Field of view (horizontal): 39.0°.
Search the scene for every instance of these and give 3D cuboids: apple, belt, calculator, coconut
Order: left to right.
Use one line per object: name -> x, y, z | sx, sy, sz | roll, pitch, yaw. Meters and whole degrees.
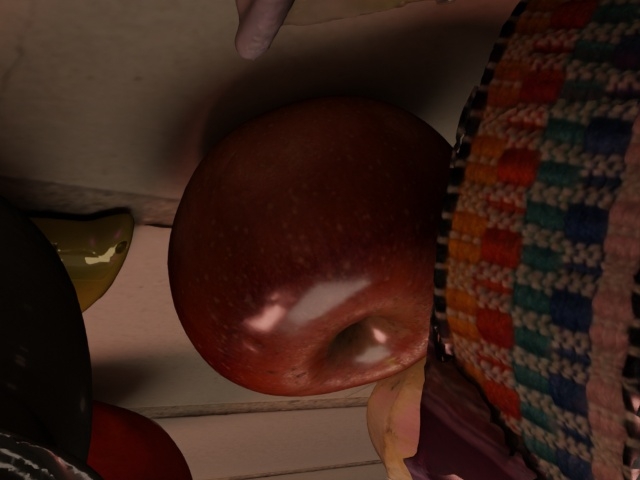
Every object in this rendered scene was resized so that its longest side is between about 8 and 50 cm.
calculator -> -0.235, 0.040, 0.652 | 0.157, 0.033, 0.236 | 2, 155, -38
apple -> 0.000, 0.000, 0.545 | 0.201, 0.162, 0.201 | -17, 149, -10
coconut -> 0.182, 0.239, 1.172 | 0.197, 0.237, 0.237 | -38, 177, -39
belt -> 0.166, -0.003, 0.452 | 0.207, 0.295, 0.160 | 7, -173, -35

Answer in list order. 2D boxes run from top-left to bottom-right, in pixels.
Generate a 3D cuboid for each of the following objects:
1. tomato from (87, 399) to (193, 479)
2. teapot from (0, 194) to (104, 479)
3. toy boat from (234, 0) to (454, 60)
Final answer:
tomato -> -0.287, 0.311, 0.921 | 0.325, 0.290, 0.293 | -4, 127, -53
teapot -> -0.178, 0.078, 0.422 | 0.223, 0.285, 0.305 | 30, 100, -38
toy boat -> 0.107, -0.169, 0.287 | 0.276, 0.111, 0.293 | -10, 170, -9
